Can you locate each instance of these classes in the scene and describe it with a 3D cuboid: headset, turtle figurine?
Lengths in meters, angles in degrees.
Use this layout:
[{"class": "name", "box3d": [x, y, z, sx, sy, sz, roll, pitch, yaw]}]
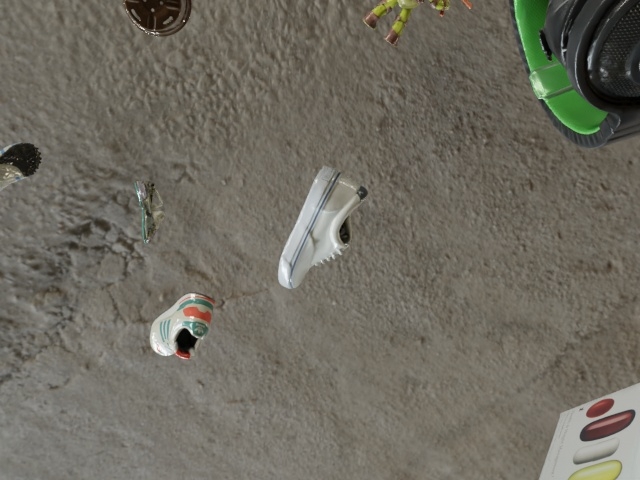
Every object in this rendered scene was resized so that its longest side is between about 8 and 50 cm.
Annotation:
[{"class": "headset", "box3d": [0.204, -0.221, 0.463, 0.185, 0.243, 0.394, -18, 161, 4]}, {"class": "turtle figurine", "box3d": [0.222, -0.582, 1.378, 0.270, 0.087, 0.217, 31, 114, -20]}]

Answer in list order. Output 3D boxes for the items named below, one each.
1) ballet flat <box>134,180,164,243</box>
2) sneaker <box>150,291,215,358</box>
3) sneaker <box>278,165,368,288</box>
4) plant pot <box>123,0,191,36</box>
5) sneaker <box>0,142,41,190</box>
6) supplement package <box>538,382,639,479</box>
[{"class": "ballet flat", "box3d": [-0.272, -0.049, 0.916, 0.041, 0.114, 0.041, -14, 156, -6]}, {"class": "sneaker", "box3d": [-0.206, 0.140, 0.814, 0.057, 0.075, 0.161, 26, 133, -26]}, {"class": "sneaker", "box3d": [0.000, 0.000, 0.940, 0.091, 0.094, 0.258, 28, 133, 5]}, {"class": "plant pot", "box3d": [-0.392, -0.567, 1.355, 0.167, 0.165, 0.166, -5, 114, -10]}, {"class": "sneaker", "box3d": [-0.714, -0.148, 1.246, 0.086, 0.237, 0.085, 4, 126, 23]}, {"class": "supplement package", "box3d": [0.417, 0.320, 0.752, 0.149, 0.194, 0.203, 38, 142, 3]}]
